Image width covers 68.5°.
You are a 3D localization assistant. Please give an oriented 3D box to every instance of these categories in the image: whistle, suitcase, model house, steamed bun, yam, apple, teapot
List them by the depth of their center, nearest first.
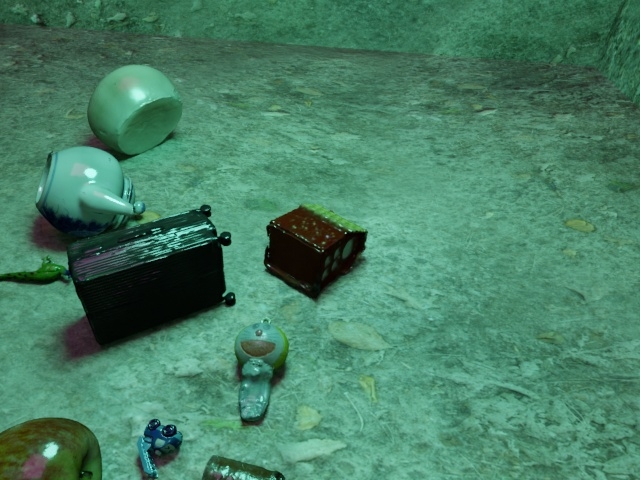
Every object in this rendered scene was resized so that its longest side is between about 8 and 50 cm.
[{"bbox_3d":[-0.457,0.384,0.757,0.173,0.188,0.188,-9,41,-1],"label":"apple"},{"bbox_3d":[-0.133,0.429,0.818,0.141,0.079,0.079,10,40,9],"label":"yam"},{"bbox_3d":[-0.131,0.262,0.993,0.122,0.123,0.223,5,54,2],"label":"whistle"},{"bbox_3d":[-0.382,0.080,1.091,0.334,0.230,0.152,-19,44,-26],"label":"suitcase"},{"bbox_3d":[0.000,0.000,1.273,0.195,0.160,0.254,28,44,27],"label":"model house"},{"bbox_3d":[-0.634,-0.128,1.335,0.279,0.253,0.423,17,1,-38],"label":"teapot"},{"bbox_3d":[-0.658,-0.467,1.652,0.206,0.324,0.324,47,51,6],"label":"steamed bun"}]

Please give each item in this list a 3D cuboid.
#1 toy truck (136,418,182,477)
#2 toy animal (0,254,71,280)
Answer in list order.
[{"bbox_3d":[-0.304,0.387,0.875,0.073,0.056,0.090,11,54,15],"label":"toy truck"},{"bbox_3d":[-0.739,0.076,1.220,0.216,0.041,0.075,-2,41,0],"label":"toy animal"}]
